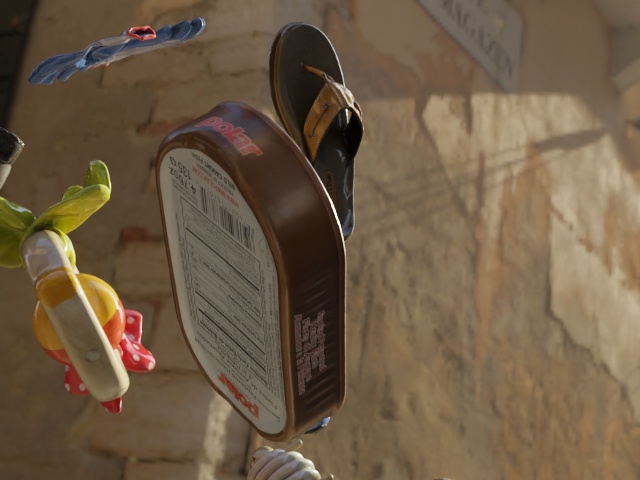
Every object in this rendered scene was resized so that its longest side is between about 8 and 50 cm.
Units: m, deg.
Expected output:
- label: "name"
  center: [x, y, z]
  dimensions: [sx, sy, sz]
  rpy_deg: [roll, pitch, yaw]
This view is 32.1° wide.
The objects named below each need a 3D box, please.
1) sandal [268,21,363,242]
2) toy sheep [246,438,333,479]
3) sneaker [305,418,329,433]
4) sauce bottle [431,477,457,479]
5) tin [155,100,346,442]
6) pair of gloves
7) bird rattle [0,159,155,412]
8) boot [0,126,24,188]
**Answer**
- label: "sandal"
  center: [0.006, -0.103, 1.066]
  dimensions: [0.090, 0.219, 0.060]
  rpy_deg: [-2, -6, -43]
- label: "toy sheep"
  center: [-0.037, 0.290, 1.300]
  dimensions: [0.132, 0.091, 0.091]
  rpy_deg: [41, 4, 36]
- label: "sneaker"
  center: [-0.068, 0.105, 1.495]
  dimensions: [0.147, 0.330, 0.130]
  rpy_deg: [-31, -11, 15]
- label: "sauce bottle"
  center: [0.216, 0.407, 1.352]
  dimensions: [0.111, 0.111, 0.344]
  rpy_deg: [15, 7, -23]
- label: "tin"
  center: [-0.035, 0.021, 0.538]
  dimensions: [0.106, 0.040, 0.190]
  rpy_deg: [42, -32, 37]
- label: "pair of gloves"
  center: [-0.220, -0.209, 1.227]
  dimensions: [0.159, 0.023, 0.198]
  rpy_deg: [-15, 7, 28]
- label: "bird rattle"
  center: [-0.230, 0.069, 1.014]
  dimensions: [0.143, 0.253, 0.207]
  rpy_deg: [-17, 26, -12]
- label: "boot"
  center: [-0.552, -0.096, 1.341]
  dimensions: [0.338, 0.223, 0.118]
  rpy_deg: [27, -2, -17]
